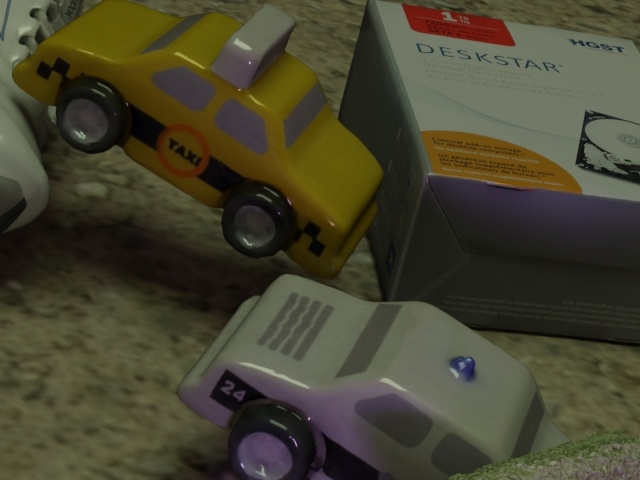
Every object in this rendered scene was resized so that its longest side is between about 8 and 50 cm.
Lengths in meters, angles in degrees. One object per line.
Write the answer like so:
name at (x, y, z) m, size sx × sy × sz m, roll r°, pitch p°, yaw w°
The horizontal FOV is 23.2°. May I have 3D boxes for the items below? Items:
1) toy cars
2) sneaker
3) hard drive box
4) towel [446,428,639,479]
toy cars at (0.000, 0.000, 0.700) m, size 0.176 × 0.087 × 0.393 m, roll 2°, pitch 41°, yaw -38°
sneaker at (-0.184, -0.106, 0.842) m, size 0.129 × 0.111 × 0.297 m, roll -19°, pitch 39°, yaw -10°
hard drive box at (0.117, -0.044, 0.905) m, size 0.181 × 0.089 × 0.232 m, roll 7°, pitch 29°, yaw -12°
towel at (0.087, 0.132, 0.581) m, size 0.148 × 0.110 × 0.027 m, roll -7°, pitch -10°, yaw -34°
